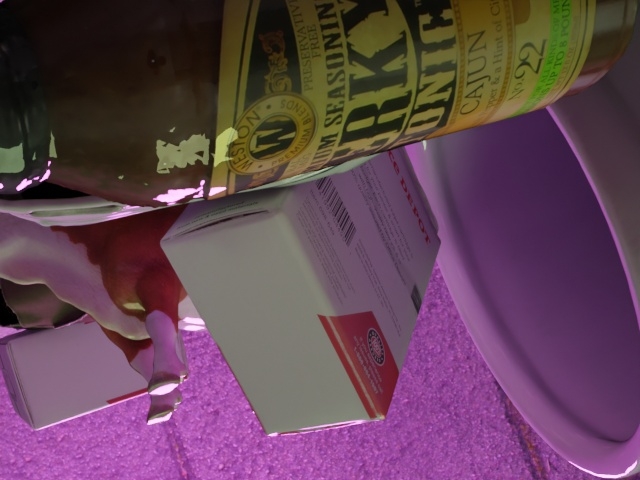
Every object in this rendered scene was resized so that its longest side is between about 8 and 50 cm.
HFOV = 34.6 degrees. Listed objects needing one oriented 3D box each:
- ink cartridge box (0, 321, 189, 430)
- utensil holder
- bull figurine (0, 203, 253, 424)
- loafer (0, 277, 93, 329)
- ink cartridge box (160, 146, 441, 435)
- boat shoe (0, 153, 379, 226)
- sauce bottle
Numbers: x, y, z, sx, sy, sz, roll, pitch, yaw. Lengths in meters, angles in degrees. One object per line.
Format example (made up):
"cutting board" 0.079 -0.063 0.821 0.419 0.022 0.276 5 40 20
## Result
"ink cartridge box" -0.315 0.157 1.380 0.207 0.117 0.283 -17 -179 -21
"utensil holder" 0.296 -0.063 0.713 0.385 0.328 0.327 -22 177 -10
"bull figurine" -0.105 0.033 0.759 0.310 0.188 0.101 -2 149 -41
"loafer" -0.308 0.066 1.164 0.087 0.094 0.251 -22 179 -36
"ink cartridge box" 0.000 0.000 0.696 0.092 0.158 0.218 -14 -155 26
"boat shoe" -0.060 -0.068 0.541 0.267 0.096 0.088 -12 -177 14
"sauce bottle" -0.029 -0.074 0.406 0.344 0.111 0.111 -19 176 -26
